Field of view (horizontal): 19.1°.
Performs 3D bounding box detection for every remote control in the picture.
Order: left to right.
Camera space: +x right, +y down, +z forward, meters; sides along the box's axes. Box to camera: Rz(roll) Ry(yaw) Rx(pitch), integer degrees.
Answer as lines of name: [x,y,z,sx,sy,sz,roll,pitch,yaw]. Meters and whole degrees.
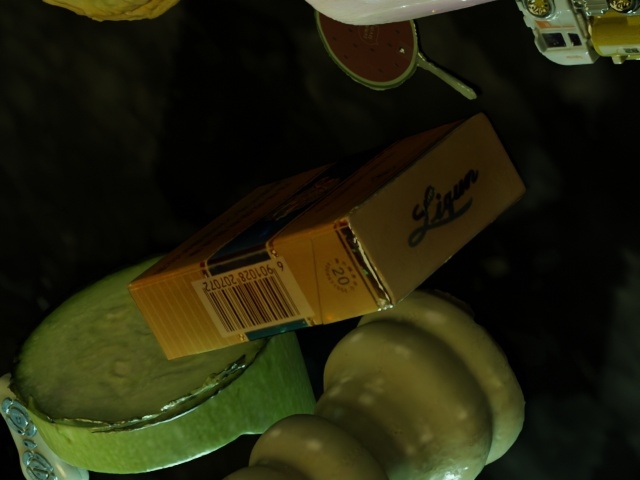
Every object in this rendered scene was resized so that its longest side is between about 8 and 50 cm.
remote control: [-0.255,0.177,1.723,0.074,0.032,0.122,5,124,40]

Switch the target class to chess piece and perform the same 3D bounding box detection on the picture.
chess piece: [0.012,0.155,1.284,0.142,0.261,0.143,27,137,29]

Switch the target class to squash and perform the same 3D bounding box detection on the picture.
squash: [-0.118,0.109,1.403,0.220,0.220,0.133,11,123,38]

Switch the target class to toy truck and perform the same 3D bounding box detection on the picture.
toy truck: [0.176,-0.130,1.074,0.123,0.052,0.063,1,126,41]

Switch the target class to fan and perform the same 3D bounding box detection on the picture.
fan: [0.048,-0.125,1.231,0.133,0.005,0.085,32,136,22]

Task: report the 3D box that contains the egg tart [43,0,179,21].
egg tart: [-0.145,-0.281,1.204,0.294,0.123,0.294,24,136,25]

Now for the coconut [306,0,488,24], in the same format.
coconut: [0.052,-0.228,0.997,0.245,0.233,0.233,-4,117,36]

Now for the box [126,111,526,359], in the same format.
box: [0.000,0.000,1.258,0.237,0.152,0.070,-14,108,47]
